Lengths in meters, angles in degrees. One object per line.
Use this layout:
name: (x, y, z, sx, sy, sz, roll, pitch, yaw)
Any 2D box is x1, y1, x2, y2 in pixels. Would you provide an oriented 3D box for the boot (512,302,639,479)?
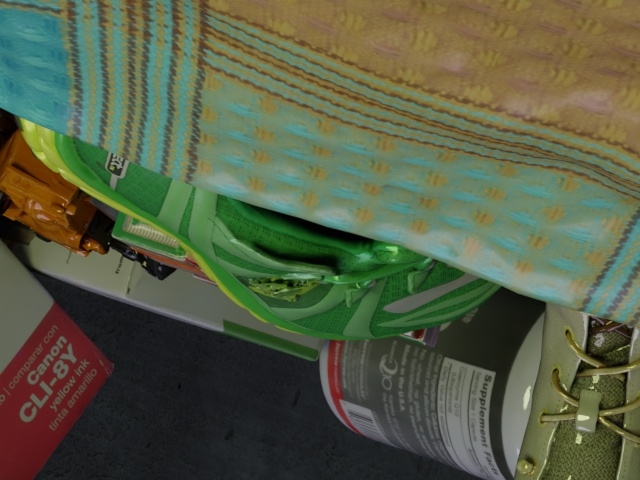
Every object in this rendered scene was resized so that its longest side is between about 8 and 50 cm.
boot: (0.125, 0.062, 0.729, 0.077, 0.165, 0.213, 16, 177, 17)

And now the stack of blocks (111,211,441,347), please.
stack of blocks: (0.000, 0.000, 0.995, 0.171, 0.087, 0.297, 17, 176, 8)

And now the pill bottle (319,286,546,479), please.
pill bottle: (0.149, 0.104, 1.242, 0.283, 0.161, 0.161, 13, 174, 45)

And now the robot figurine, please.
robot figurine: (-0.176, -0.052, 0.978, 0.211, 0.085, 0.291, 28, 176, 3)

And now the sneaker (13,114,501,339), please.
sneaker: (0.010, -0.015, 0.597, 0.123, 0.109, 0.295, 20, 177, 32)

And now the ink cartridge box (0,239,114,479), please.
ink cartridge box: (-0.372, 0.007, 1.191, 0.279, 0.160, 0.385, 18, 153, 42)

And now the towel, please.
towel: (-0.009, -0.053, 0.338, 0.370, 0.040, 0.271, 18, 164, 4)

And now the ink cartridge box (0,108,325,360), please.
ink cartridge box: (-0.142, -0.010, 1.273, 0.201, 0.117, 0.278, 22, 175, -43)
